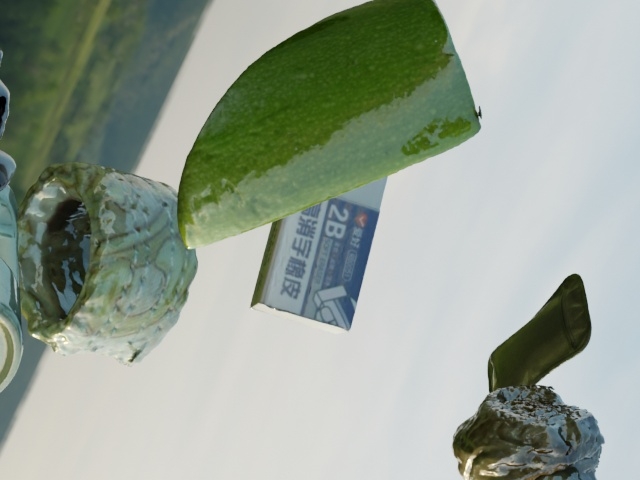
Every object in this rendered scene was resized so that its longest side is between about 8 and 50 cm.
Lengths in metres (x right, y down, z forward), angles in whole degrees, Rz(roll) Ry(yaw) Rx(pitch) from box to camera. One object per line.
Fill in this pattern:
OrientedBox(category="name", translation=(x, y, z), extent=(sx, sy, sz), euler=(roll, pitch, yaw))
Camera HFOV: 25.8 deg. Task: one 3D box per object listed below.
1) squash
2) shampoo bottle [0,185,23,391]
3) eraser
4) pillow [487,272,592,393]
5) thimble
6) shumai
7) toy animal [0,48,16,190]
OrientedBox(category="squash", translation=(-0.015, -0.132, 1.275), extent=(0.203, 0.289, 0.111), euler=(-108, 177, -52))
OrientedBox(category="shampoo bottle", translation=(-0.298, 0.017, 1.181), extent=(0.234, 0.087, 0.118), euler=(-106, -153, -48))
OrientedBox(category="eraser", translation=(0.000, 0.000, 1.744), extent=(0.068, 0.124, 0.210), euler=(153, -48, -72))
OrientedBox(category="pillow", translation=(0.293, 0.145, 1.897), extent=(0.217, 0.033, 0.130), euler=(-50, -151, 37))
OrientedBox(category="thimble", translation=(-0.210, 0.025, 1.348), extent=(0.143, 0.137, 0.190), euler=(11, 88, -57))
OrientedBox(category="shumai", translation=(0.240, 0.284, 1.669), extent=(0.218, 0.184, 0.185), euler=(-139, -126, -78))
OrientedBox(category="toy animal", translation=(-0.348, -0.120, 0.999), extent=(0.302, 0.344, 0.194), euler=(-52, -135, 7))
